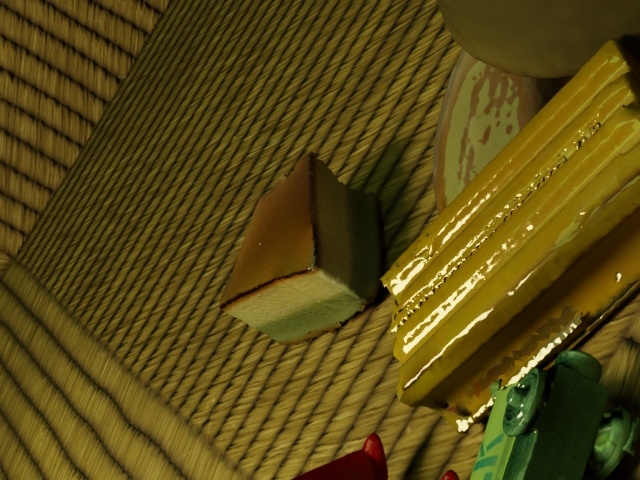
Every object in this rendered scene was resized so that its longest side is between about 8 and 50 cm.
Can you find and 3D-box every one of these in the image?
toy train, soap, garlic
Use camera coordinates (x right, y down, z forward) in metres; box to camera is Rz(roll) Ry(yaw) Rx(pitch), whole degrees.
[{"bbox_3d":[0.148,0.207,1.264,0.253,0.105,0.157,-69,10,-25],"label":"toy train"},{"bbox_3d":[0.190,0.004,1.429,0.324,0.096,0.204,-46,24,28],"label":"soap"},{"bbox_3d":[0.177,-0.123,1.647,0.143,0.112,0.318,-16,57,56],"label":"garlic"}]

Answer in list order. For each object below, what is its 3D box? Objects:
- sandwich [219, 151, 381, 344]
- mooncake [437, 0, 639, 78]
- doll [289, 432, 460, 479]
[{"bbox_3d":[0.000,0.000,1.823,0.220,0.108,0.186,-24,40,58],"label":"sandwich"},{"bbox_3d":[0.256,-0.342,1.527,0.393,0.246,0.394,-48,37,-14],"label":"mooncake"},{"bbox_3d":[-0.077,0.253,1.363,0.384,0.099,0.188,-19,17,-29],"label":"doll"}]
